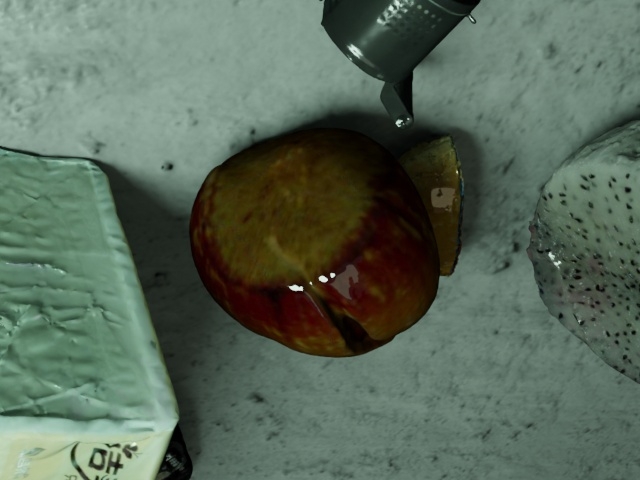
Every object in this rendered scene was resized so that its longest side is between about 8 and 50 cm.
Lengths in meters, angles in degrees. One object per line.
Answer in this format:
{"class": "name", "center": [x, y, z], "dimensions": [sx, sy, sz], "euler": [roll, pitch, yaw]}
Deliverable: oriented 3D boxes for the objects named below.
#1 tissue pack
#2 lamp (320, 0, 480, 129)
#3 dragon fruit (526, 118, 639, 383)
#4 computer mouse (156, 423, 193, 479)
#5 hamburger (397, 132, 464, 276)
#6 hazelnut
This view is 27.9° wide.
{"class": "tissue pack", "center": [-0.293, 0.170, 1.171], "dimensions": [0.205, 0.332, 0.405], "euler": [1, 134, -26]}
{"class": "lamp", "center": [0.078, -0.222, 1.059], "dimensions": [0.172, 0.147, 0.227], "euler": [30, 127, -24]}
{"class": "dragon fruit", "center": [0.358, -0.015, 1.323], "dimensions": [0.221, 0.204, 0.283], "euler": [-35, 125, -24]}
{"class": "computer mouse", "center": [-0.219, 0.235, 1.422], "dimensions": [0.137, 0.096, 0.233], "euler": [-25, 157, -9]}
{"class": "hamburger", "center": [0.091, -0.019, 1.291], "dimensions": [0.102, 0.087, 0.176], "euler": [-12, 139, -10]}
{"class": "hazelnut", "center": [0.000, 0.000, 1.198], "dimensions": [0.218, 0.233, 0.218], "euler": [-43, 144, -41]}
